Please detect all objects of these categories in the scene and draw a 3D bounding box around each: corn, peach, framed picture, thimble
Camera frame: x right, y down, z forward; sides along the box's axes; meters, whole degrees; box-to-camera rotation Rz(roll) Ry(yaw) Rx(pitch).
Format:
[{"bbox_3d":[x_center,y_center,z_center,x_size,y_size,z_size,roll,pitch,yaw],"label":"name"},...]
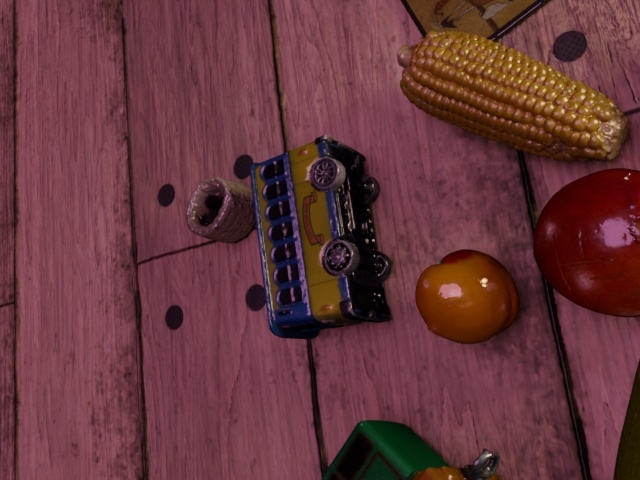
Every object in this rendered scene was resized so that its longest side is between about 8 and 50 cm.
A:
[{"bbox_3d":[0.253,-0.202,0.940,0.347,0.130,0.130,32,99,29],"label":"corn"},{"bbox_3d":[0.349,0.003,0.812,0.197,0.197,0.197,-7,78,32],"label":"peach"},{"bbox_3d":[0.278,-0.450,1.036,0.339,0.014,0.255,-34,65,23],"label":"framed picture"},{"bbox_3d":[-0.176,-0.053,1.212,0.115,0.090,0.102,-32,62,26],"label":"thimble"},{"bbox_3d":[0.202,0.077,0.916,0.138,0.138,0.138,-7,78,32],"label":"peach"}]

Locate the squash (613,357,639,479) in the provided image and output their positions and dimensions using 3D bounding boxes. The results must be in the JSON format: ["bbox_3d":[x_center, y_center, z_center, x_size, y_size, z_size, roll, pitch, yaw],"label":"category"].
[{"bbox_3d":[0.443,0.224,0.753,0.203,0.111,0.288,17,89,32],"label":"squash"}]

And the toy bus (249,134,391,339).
[{"bbox_3d":[0.000,0.000,1.059,0.175,0.138,0.287,-17,72,29],"label":"toy bus"}]

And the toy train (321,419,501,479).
[{"bbox_3d":[0.083,0.426,0.913,0.249,0.178,0.429,40,103,41],"label":"toy train"}]
